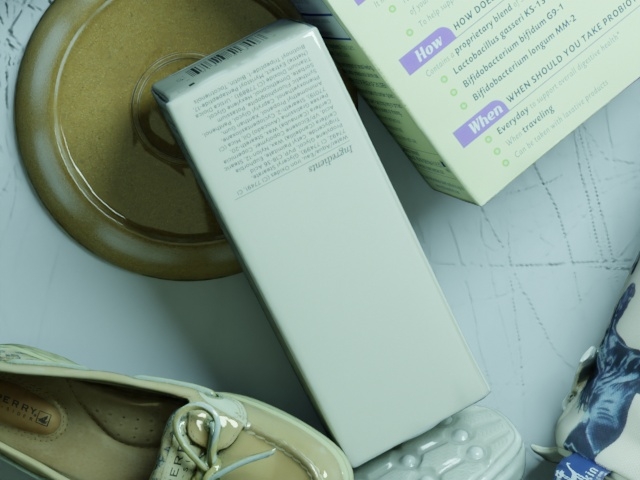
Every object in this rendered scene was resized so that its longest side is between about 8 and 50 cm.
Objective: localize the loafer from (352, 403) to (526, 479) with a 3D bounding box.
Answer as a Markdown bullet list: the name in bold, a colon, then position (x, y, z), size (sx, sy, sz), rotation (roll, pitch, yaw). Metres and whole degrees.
- **loafer**: position (0.005, 0.226, 1.209), size (0.319, 0.112, 0.111), rotation (-32, 131, -8)

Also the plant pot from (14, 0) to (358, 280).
- **plant pot**: position (-0.090, -0.089, 1.216), size (0.236, 0.032, 0.236), rotation (0, 92, -6)

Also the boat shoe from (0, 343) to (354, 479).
- **boat shoe**: position (-0.121, 0.136, 1.152), size (0.285, 0.089, 0.104), rotation (12, 87, 14)

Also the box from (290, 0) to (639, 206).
- **box**: position (0.100, -0.184, 1.169), size (0.213, 0.117, 0.243), rotation (-39, 104, -5)

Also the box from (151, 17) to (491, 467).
- **box**: position (0.000, 0.000, 1.169), size (0.113, 0.094, 0.275), rotation (-27, 106, -6)

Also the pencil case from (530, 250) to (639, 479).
- **pencil case**: position (0.289, -0.002, 1.189), size (0.183, 0.160, 0.410), rotation (21, 89, 21)
